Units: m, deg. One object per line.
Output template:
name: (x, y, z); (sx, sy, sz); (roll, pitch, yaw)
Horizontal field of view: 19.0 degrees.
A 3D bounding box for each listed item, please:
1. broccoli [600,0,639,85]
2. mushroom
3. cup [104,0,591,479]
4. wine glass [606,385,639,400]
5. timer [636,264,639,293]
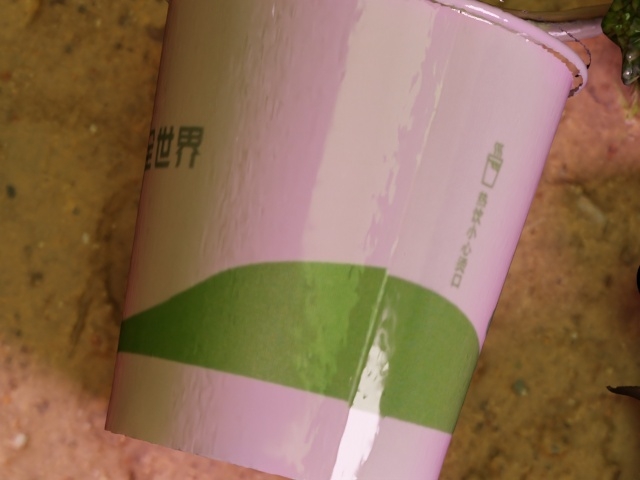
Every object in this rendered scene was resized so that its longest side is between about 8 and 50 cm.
broccoli: (0.283, -0.132, 1.173); (0.198, 0.226, 0.176); (34, 94, 11)
mushroom: (0.100, -0.168, 1.223); (0.306, 0.043, 0.068); (22, 95, -6)
cup: (0.000, 0.000, 1.069); (0.253, 0.253, 0.274); (15, 82, -7)
wine glass: (0.199, 0.187, 1.149); (0.066, 0.066, 0.198); (6, 78, -9)
timer: (0.295, 0.037, 1.176); (0.187, 0.055, 0.144); (-27, 83, -33)
